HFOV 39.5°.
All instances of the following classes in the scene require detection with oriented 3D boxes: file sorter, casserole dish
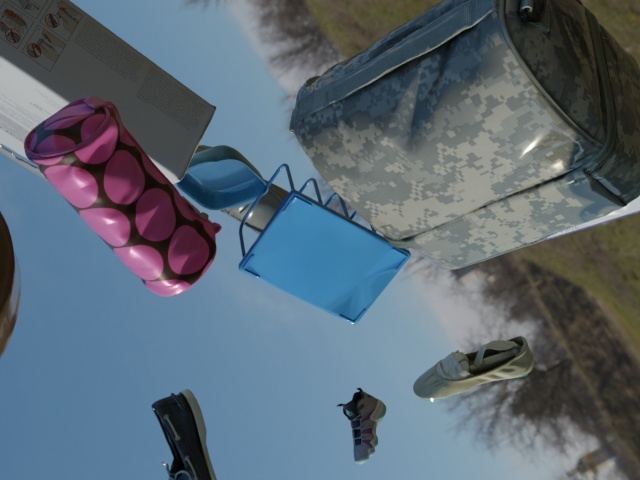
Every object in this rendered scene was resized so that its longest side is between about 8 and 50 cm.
[{"bbox_3d":[0.000,0.000,1.087,0.170,0.118,0.104,27,-156,-23],"label":"file sorter"},{"bbox_3d":[-0.153,-0.098,1.378,0.188,0.114,0.037,44,-150,-66],"label":"casserole dish"}]

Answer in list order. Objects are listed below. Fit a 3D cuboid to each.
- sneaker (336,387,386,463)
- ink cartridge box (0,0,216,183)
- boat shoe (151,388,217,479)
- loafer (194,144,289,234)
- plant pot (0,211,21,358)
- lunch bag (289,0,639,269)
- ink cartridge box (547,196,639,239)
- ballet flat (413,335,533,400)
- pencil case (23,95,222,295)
[{"bbox_3d":[0.046,0.242,1.185,0.069,0.038,0.098,40,-136,-22],"label":"sneaker"},{"bbox_3d":[-0.352,-0.187,1.220,0.309,0.272,0.130,35,-118,-28],"label":"ink cartridge box"},{"bbox_3d":[-0.226,0.383,1.520,0.095,0.079,0.255,12,115,61],"label":"boat shoe"},{"bbox_3d":[-0.156,-0.084,1.763,0.319,0.112,0.111,32,-163,20],"label":"loafer"},{"bbox_3d":[-0.370,-0.007,0.657,0.229,0.263,0.263,103,146,-54],"label":"plant pot"},{"bbox_3d":[0.151,-0.129,0.907,0.256,0.305,0.213,25,-123,-38],"label":"lunch bag"},{"bbox_3d":[0.538,-0.152,1.829,0.330,0.324,0.071,46,-146,-44],"label":"ink cartridge box"},{"bbox_3d":[0.295,0.240,1.726,0.086,0.248,0.086,166,90,-78],"label":"ballet flat"},{"bbox_3d":[-0.184,-0.044,0.860,0.095,0.098,0.209,44,172,49],"label":"pencil case"}]
